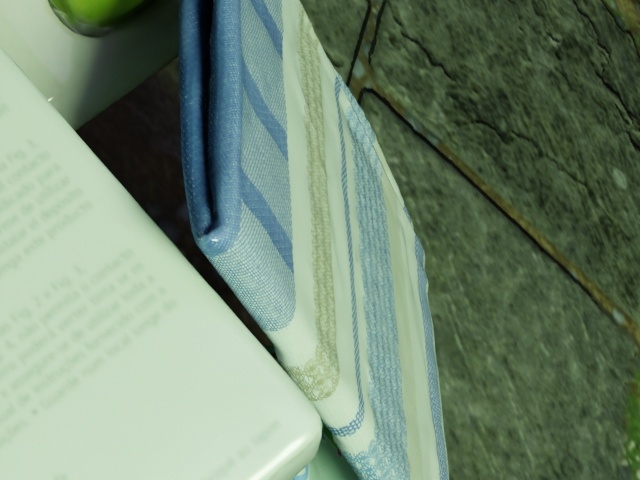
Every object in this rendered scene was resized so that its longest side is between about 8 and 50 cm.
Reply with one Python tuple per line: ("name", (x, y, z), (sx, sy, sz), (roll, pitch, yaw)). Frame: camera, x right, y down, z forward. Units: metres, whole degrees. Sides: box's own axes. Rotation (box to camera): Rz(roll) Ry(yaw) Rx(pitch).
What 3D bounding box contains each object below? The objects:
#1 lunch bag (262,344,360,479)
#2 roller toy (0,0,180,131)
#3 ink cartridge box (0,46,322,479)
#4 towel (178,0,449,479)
("lunch bag", (-0.003, 0.195, 0.788), (0.224, 0.108, 0.279), (21, 52, -71))
("roller toy", (-0.171, -0.099, 0.748), (0.209, 0.191, 0.146), (-37, 99, -12))
("ink cartridge box", (-0.237, 0.028, 0.589), (0.308, 0.091, 0.385), (-39, 82, -18))
("towel", (0.000, 0.000, 0.718), (0.285, 0.034, 0.209), (59, 21, -50))
